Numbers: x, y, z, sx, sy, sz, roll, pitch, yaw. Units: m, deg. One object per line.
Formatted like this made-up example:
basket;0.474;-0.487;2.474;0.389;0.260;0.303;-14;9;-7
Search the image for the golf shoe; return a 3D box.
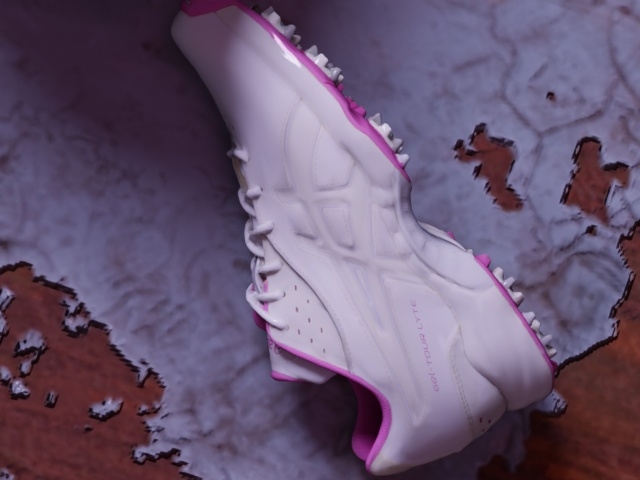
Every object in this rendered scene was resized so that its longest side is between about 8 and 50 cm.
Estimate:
golf shoe;0.000;0.000;0.953;0.140;0.115;0.306;-39;96;-1
